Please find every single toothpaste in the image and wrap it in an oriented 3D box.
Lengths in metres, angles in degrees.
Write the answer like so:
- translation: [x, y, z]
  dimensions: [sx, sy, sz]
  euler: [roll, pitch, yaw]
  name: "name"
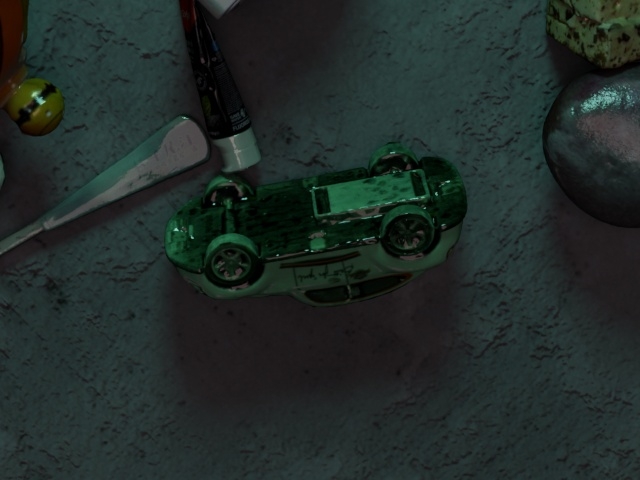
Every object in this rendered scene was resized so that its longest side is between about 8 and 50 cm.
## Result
- translation: [-0.109, -0.166, 1.523]
  dimensions: [0.045, 0.071, 0.193]
  euler: [-21, 109, -11]
  name: "toothpaste"

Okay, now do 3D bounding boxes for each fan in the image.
- translation: [-0.244, -0.047, 1.565]
  dimensions: [0.282, 0.023, 0.057]
  euler: [-28, 104, 3]
  name: "fan"

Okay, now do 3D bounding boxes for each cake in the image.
- translation: [0.339, -0.259, 1.521]
  dimensions: [0.246, 0.135, 0.112]
  euler: [-16, 118, -27]
  name: "cake"

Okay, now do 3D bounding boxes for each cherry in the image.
- translation: [0.305, -0.097, 1.505]
  dimensions: [0.176, 0.140, 0.176]
  euler: [1, 115, 1]
  name: "cherry"

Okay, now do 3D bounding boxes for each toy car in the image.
- translation: [0.000, 0.000, 1.529]
  dimensions: [0.306, 0.136, 0.125]
  euler: [-12, 124, 2]
  name: "toy car"

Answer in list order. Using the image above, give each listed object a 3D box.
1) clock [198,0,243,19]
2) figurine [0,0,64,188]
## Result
- translation: [-0.045, -0.302, 1.444]
  dimensions: [0.197, 0.150, 0.063]
  euler: [-43, 98, 8]
  name: "clock"
- translation: [-0.396, -0.191, 1.437]
  dimensions: [0.320, 0.196, 0.323]
  euler: [22, 112, 0]
  name: "figurine"
